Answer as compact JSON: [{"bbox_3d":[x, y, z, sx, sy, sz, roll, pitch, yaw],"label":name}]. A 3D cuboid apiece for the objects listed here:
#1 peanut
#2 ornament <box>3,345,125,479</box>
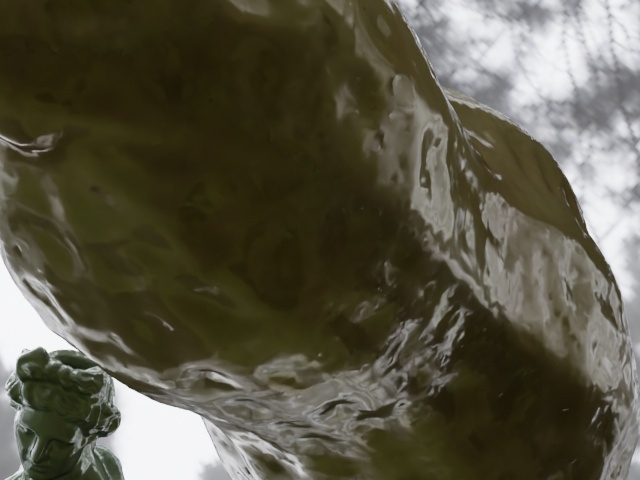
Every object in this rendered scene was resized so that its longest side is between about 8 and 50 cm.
[{"bbox_3d":[0.000,0.000,0.424,0.123,0.123,0.257,-36,-46,1],"label":"peanut"},{"bbox_3d":[-0.076,0.073,0.487,0.041,0.068,0.092,10,-88,-21],"label":"ornament"}]
